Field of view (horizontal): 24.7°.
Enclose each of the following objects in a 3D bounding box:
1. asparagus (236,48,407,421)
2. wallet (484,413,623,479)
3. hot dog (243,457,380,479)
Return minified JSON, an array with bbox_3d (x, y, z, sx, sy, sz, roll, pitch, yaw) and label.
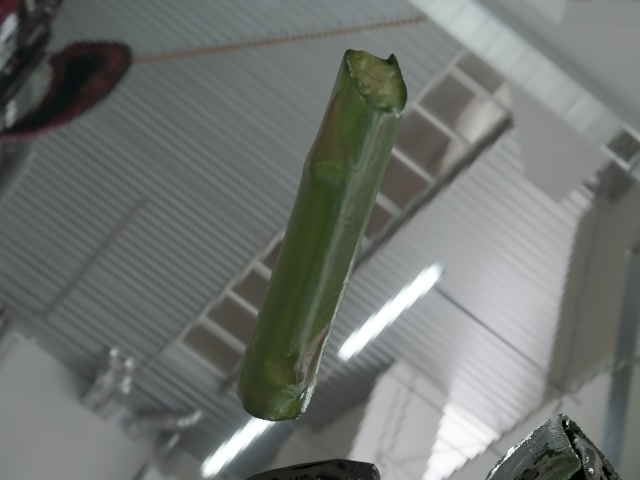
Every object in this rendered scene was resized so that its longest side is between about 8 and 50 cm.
[{"bbox_3d":[0.002,0.001,1.044,0.067,0.060,0.278,-19,130,-63],"label":"asparagus"},{"bbox_3d":[0.057,0.191,0.689,0.236,0.055,0.160,-55,177,4],"label":"wallet"},{"bbox_3d":[-0.054,0.322,1.254,0.326,0.194,0.107,100,-15,-48],"label":"hot dog"}]
